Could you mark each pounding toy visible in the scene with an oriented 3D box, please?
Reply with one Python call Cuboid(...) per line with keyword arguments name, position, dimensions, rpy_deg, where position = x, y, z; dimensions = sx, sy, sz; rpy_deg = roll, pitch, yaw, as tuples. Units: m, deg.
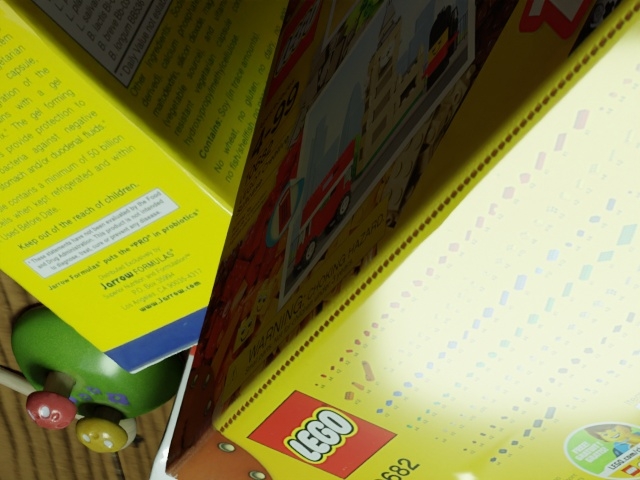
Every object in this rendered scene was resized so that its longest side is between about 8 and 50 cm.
Cuboid(name="pounding toy", position=(-0.249, 0.167, 1.632), dimensions=(0.183, 0.110, 0.237), rpy_deg=(23, 147, -13))

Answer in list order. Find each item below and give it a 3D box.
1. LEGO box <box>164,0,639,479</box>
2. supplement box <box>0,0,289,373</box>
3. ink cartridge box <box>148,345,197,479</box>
Cuboid(name="LEGO box", position=(0.145, -0.110, 0.728), dimensions=(0.193, 0.372, 0.500), rpy_deg=(25, 140, -15))
Cuboid(name="supplement box", position=(-0.159, -0.115, 1.007), dimensions=(0.195, 0.194, 0.356), rpy_deg=(-25, 122, 39))
Cuboid(name="ink cartridge box", position=(0.016, 0.181, 1.420), dimensions=(0.308, 0.091, 0.385), rpy_deg=(16, 128, -2))
